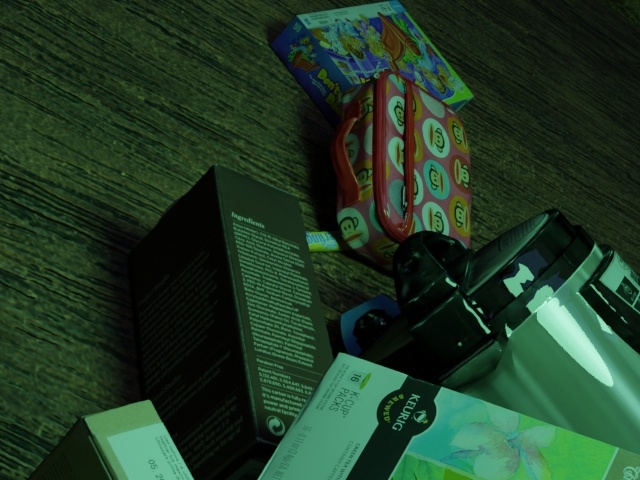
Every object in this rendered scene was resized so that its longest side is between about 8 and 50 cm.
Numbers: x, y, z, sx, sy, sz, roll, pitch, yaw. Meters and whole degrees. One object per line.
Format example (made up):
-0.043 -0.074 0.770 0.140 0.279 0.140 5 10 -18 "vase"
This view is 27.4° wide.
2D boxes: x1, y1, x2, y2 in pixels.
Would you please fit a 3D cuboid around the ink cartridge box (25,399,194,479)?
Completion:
-0.177 0.295 1.193 0.088 0.193 0.235 -9 62 -49 "ink cartridge box"

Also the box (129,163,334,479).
-0.100 0.124 1.477 0.143 0.191 0.381 20 42 -36 "box"

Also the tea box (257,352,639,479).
0.131 0.323 1.223 0.323 0.329 0.220 15 53 26 "tea box"

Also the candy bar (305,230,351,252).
0.000 0.000 1.884 0.161 0.018 0.040 -2 56 -49 "candy bar"

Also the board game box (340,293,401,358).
0.082 0.150 1.793 0.168 0.033 0.133 -24 78 -52 "board game box"

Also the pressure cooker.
0.235 0.164 1.613 0.375 0.370 0.420 -39 89 -31 "pressure cooker"

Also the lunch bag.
0.112 -0.102 1.966 0.258 0.120 0.293 28 52 -41 "lunch bag"

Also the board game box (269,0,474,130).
0.097 -0.289 2.253 0.233 0.078 0.347 52 33 9 "board game box"
